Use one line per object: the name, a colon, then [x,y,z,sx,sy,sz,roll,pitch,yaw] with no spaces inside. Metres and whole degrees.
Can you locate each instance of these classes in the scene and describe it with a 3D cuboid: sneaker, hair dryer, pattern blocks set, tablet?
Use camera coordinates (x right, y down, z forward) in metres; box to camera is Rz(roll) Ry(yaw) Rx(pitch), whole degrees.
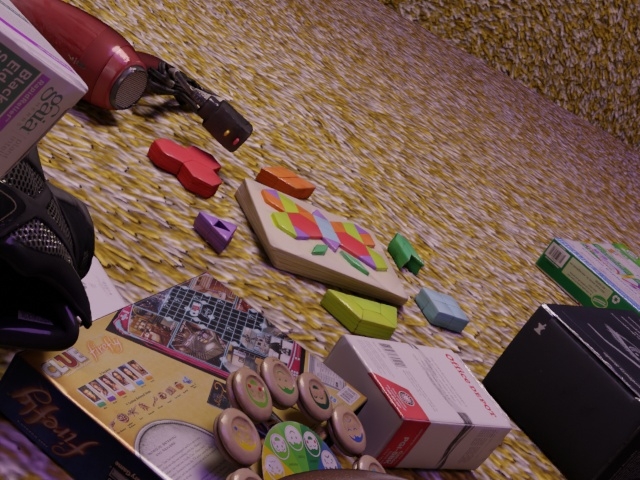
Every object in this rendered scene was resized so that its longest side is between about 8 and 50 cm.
sneaker: [-0.187,0.021,0.682,0.227,0.087,0.130,102,-24,-73]
hair dryer: [-0.217,-0.179,1.172,0.294,0.080,0.223,32,4,-20]
pattern blocks set: [0.000,0.000,1.116,0.325,0.026,0.285,14,28,-42]
tablet: [-0.174,0.035,0.813,0.054,0.006,0.083,9,31,-46]

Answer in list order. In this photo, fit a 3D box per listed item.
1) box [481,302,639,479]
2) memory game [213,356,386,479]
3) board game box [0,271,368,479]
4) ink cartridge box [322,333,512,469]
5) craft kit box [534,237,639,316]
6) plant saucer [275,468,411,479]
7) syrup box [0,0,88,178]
box: [0.288,0.152,1.082,0.207,0.108,0.153,8,33,-48]
memory game: [-0.002,0.157,0.688,0.186,0.012,0.186,44,28,-30]
board game box: [-0.081,0.108,0.736,0.165,0.042,0.243,38,21,12]
ink cartridge box: [0.074,0.134,0.885,0.135,0.056,0.099,13,29,-42]
craft kit box: [0.455,0.094,1.533,0.247,0.061,0.250,1,38,-51]
plant saucer: [0.080,0.244,0.588,0.311,0.050,0.310,36,25,-20]
syrup box: [-0.236,-0.129,0.568,0.237,0.093,0.096,46,4,28]
